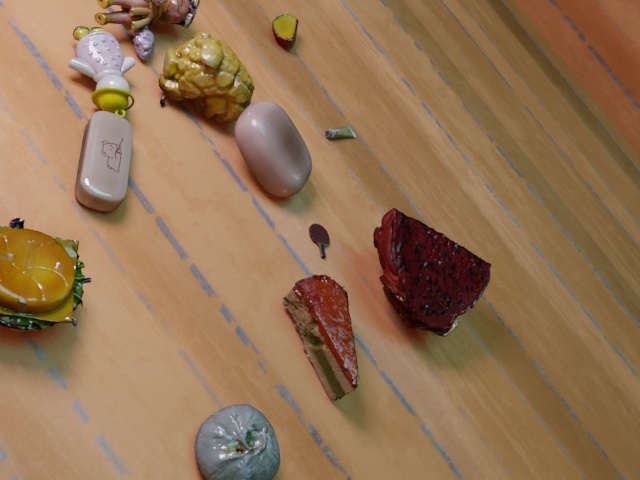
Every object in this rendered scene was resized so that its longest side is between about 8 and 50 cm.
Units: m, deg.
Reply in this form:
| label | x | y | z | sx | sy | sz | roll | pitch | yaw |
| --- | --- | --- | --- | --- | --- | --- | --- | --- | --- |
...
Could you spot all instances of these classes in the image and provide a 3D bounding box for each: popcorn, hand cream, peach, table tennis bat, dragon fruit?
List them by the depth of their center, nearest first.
| label | x | y | z | sx | sy | sz | roll | pitch | yaw |
| --- | --- | --- | --- | --- | --- | --- | --- | --- | --- |
| popcorn | -0.220 | -0.335 | 1.451 | 0.194 | 0.163 | 0.140 | 19 | 40 | -22 |
| table tennis bat | 0.000 | 0.000 | 1.501 | 0.050 | 0.007 | 0.083 | 14 | 50 | -33 |
| dragon fruit | 0.194 | 0.089 | 1.515 | 0.316 | 0.152 | 0.205 | 29 | 65 | -33 |
| hand cream | 0.048 | -0.258 | 1.727 | 0.102 | 0.022 | 0.035 | -16 | 71 | -51 |
| peach | -0.082 | -0.512 | 1.780 | 0.077 | 0.050 | 0.083 | -26 | 68 | -24 |

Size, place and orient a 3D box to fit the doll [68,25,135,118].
| label | x | y | z | sx | sy | sz | roll | pitch | yaw |
| --- | --- | --- | --- | --- | --- | --- | --- | --- | --- |
| doll | -0.400 | -0.314 | 1.342 | 0.129 | 0.081 | 0.207 | -11 | 69 | -36 |

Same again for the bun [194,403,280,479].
| label | x | y | z | sx | sy | sz | roll | pitch | yaw |
| --- | --- | --- | --- | --- | --- | --- | --- | --- | --- |
| bun | -0.121 | 0.317 | 1.105 | 0.140 | 0.083 | 0.141 | 21 | 51 | -29 |

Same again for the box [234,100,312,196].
| label | x | y | z | sx | sy | sz | roll | pitch | yaw |
| --- | --- | --- | --- | --- | --- | --- | --- | --- | --- |
| box | -0.094 | -0.186 | 1.468 | 0.200 | 0.088 | 0.146 | 57 | 38 | -24 |

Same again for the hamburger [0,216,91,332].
| label | x | y | z | sx | sy | sz | roll | pitch | yaw |
| --- | --- | --- | --- | --- | --- | --- | --- | --- | --- |
| hamburger | -0.429 | 0.058 | 1.029 | 0.189 | 0.093 | 0.164 | 27 | 44 | -24 |

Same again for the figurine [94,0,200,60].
| label | x | y | z | sx | sy | sz | roll | pitch | yaw |
| --- | --- | --- | --- | --- | --- | --- | --- | --- | --- |
| figurine | -0.349 | -0.473 | 1.458 | 0.115 | 0.175 | 0.240 | 32 | 35 | 6 |

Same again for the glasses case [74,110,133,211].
| label | x | y | z | sx | sy | sz | roll | pitch | yaw |
| --- | --- | --- | --- | --- | --- | --- | --- | --- | --- |
| glasses case | -0.375 | -0.140 | 1.255 | 0.083 | 0.050 | 0.196 | 19 | 49 | -32 |

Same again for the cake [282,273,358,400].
| label | x | y | z | sx | sy | sz | roll | pitch | yaw |
| --- | --- | --- | --- | --- | --- | --- | --- | --- | --- |
| cake | 0.025 | 0.171 | 1.335 | 0.116 | 0.086 | 0.221 | -19 | 72 | -44 |
